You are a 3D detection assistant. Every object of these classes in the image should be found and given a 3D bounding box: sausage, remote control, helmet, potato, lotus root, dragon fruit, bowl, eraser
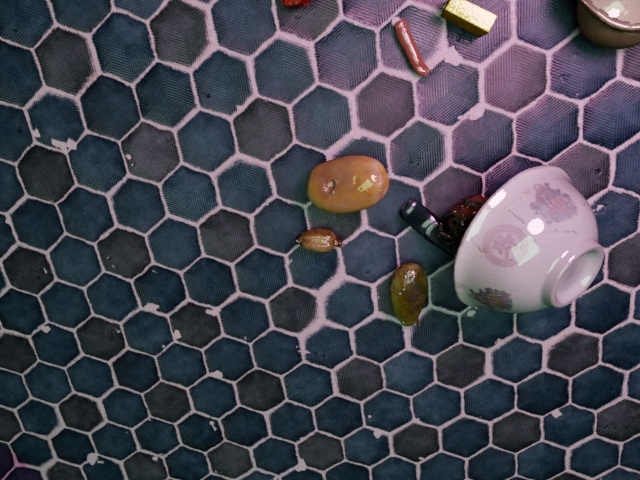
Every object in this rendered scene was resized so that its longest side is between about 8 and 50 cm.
[{"bbox_3d":[0.240,-0.504,1.134,0.042,0.036,0.157,-19,109,46],"label":"sausage"},{"bbox_3d":[0.332,-0.035,1.279,0.222,0.042,0.072,39,105,-9],"label":"remote control"},{"bbox_3d":[0.701,-0.544,1.037,0.258,0.137,0.204,30,71,11],"label":"helmet"},{"bbox_3d":[0.271,0.170,1.328,0.118,0.090,0.225,-5,115,-1],"label":"potato"},{"bbox_3d":[0.000,0.000,1.306,0.152,0.063,0.072,8,82,8],"label":"lotus root"},{"bbox_3d":[0.442,-0.044,1.202,0.189,0.182,0.182,27,111,-37],"label":"dragon fruit"},{"bbox_3d":[0.075,-0.152,1.211,0.234,0.146,0.150,-6,63,19],"label":"potato"},{"bbox_3d":[0.569,0.045,1.098,0.436,0.196,0.434,-16,127,-23],"label":"bowl"},{"bbox_3d":[0.366,-0.559,1.075,0.123,0.097,0.045,24,111,-4],"label":"eraser"}]

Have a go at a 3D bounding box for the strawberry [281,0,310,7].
[{"bbox_3d":[-0.020,-0.693,1.079,0.208,0.087,0.167,-27,85,38],"label":"strawberry"}]
